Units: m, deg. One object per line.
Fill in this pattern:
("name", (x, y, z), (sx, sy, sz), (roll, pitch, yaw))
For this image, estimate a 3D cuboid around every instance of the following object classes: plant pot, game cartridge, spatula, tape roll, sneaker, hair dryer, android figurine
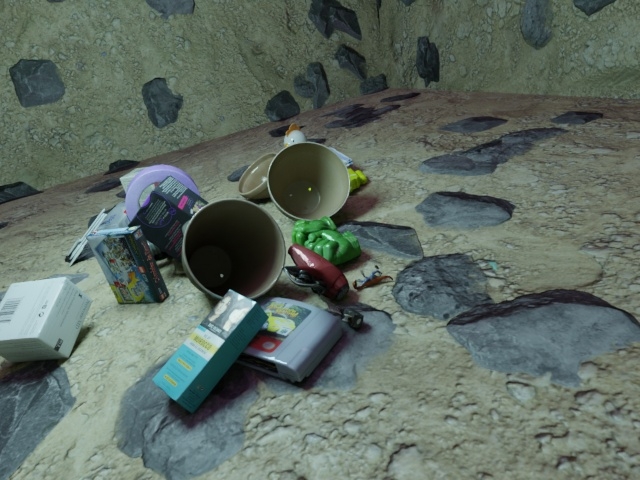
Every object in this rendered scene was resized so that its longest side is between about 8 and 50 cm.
("plant pot", (-0.264, 0.047, 1.177), (0.256, 0.256, 0.274), (-29, 3, -30))
("game cartridge", (-0.109, 0.209, 0.999), (0.294, 0.060, 0.196), (6, 28, 34))
("plant pot", (-0.054, -0.181, 1.565), (0.284, 0.284, 0.191), (-20, -9, -15))
("spatula", (-0.930, -0.021, 1.738), (0.242, 0.019, 0.168), (-56, 31, -4))
("plant pot", (-0.238, -0.258, 1.885), (0.237, 0.110, 0.237), (-26, 39, 24))
("tape roll", (-0.606, -0.149, 1.694), (0.275, 0.275, 0.090), (-20, 28, -14))
("sneaker", (-0.974, -0.123, 2.032), (0.118, 0.083, 0.222), (-3, 29, 21))
("hair dryer", (-0.010, 0.075, 1.048), (0.080, 0.223, 0.293), (-48, 27, 0))
("android figurine", (0.068, -0.241, 1.814), (0.248, 0.056, 0.273), (-14, 24, -5))

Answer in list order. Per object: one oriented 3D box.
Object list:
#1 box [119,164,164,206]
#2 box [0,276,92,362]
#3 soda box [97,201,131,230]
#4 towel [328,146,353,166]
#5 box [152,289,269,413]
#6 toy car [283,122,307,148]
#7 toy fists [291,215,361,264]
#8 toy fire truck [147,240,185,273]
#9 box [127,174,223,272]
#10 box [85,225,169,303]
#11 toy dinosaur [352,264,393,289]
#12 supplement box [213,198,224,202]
("box", (-0.727, -0.192, 1.884), (0.149, 0.232, 0.127), (-6, 27, 15))
("box", (-0.738, 0.209, 1.146), (0.182, 0.119, 0.181), (-7, 50, 12))
("soda box", (-0.855, -0.081, 1.881), (0.098, 0.091, 0.286), (-12, 26, 0))
("towel", (-0.026, -0.339, 1.926), (0.285, 0.034, 0.209), (-22, 38, -20))
("box", (-0.226, 0.225, 0.917), (0.100, 0.060, 0.244), (16, 58, 41))
("toy car", (-0.128, -0.434, 2.087), (0.219, 0.238, 0.210), (11, 35, 41))
("toy fists", (0.000, 0.000, 1.319), (0.142, 0.096, 0.279), (-22, 29, -17))
("toy fire truck", (-0.544, 0.037, 1.471), (0.217, 0.158, 0.246), (-25, 18, -23))
("box", (-0.422, -0.047, 1.368), (0.165, 0.270, 0.143), (-46, 16, 22))
("box", (-0.553, 0.075, 1.263), (0.159, 0.233, 0.044), (-4, 27, 17))
("toy dinosaur", (0.124, 0.101, 1.123), (0.090, 0.047, 0.082), (24, 61, 36))
("supplement box", (-0.428, -0.071, 1.649), (0.188, 0.104, 0.081), (-22, 28, -17))
